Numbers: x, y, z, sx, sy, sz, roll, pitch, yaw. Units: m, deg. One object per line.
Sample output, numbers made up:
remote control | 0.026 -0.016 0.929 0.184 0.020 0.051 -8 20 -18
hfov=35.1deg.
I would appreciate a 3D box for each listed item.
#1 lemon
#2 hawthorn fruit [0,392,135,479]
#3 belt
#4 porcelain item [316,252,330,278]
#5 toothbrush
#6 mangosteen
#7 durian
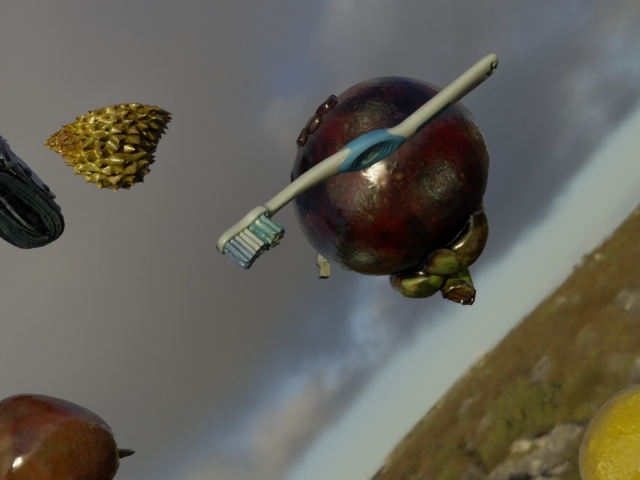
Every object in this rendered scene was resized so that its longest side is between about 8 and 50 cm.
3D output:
lemon | 0.500 0.333 1.539 0.260 0.204 0.204 -65 -10 -5
hawthorn fruit | -0.384 0.317 1.477 0.251 0.199 0.199 10 -52 -38
belt | -0.535 -0.066 1.765 0.122 0.128 0.218 -37 -37 -2
porcelain item | 0.000 0.000 1.762 0.075 0.021 0.136 164 109 -74
toothbrush | 0.047 -0.089 0.941 0.386 0.040 0.040 -39 -14 -33
mangosteen | 0.127 -0.073 1.494 0.306 0.360 0.306 -52 10 12
durian | -0.345 -0.172 1.705 0.182 0.132 0.165 24 -79 -44
